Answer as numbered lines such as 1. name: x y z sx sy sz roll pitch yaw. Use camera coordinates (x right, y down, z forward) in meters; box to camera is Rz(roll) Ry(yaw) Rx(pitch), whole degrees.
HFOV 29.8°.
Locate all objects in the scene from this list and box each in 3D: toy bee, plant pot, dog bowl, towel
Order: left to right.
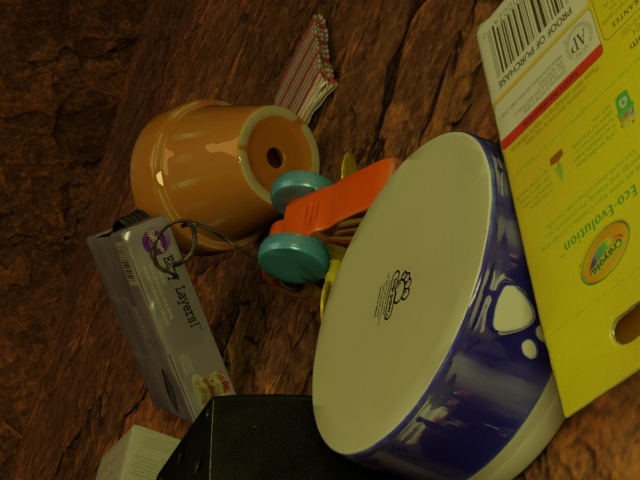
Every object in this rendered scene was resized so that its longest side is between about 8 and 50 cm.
1. plant pot: -0.108 -0.092 1.539 0.188 0.205 0.205 -12 56 50
2. plant pot: -0.046 0.239 1.014 0.187 0.167 0.188 -56 23 34
3. towel: -0.023 -0.212 1.674 0.144 0.029 0.197 -59 20 31
4. toy bee: 0.000 0.000 1.230 0.298 0.162 0.195 9 68 46
5. dog bowl: 0.099 0.055 0.917 0.265 0.104 0.265 -54 24 36

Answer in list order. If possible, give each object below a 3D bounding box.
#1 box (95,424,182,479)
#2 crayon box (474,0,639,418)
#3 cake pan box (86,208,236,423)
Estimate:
1. box: -0.236 0.344 1.531 0.130 0.091 0.170 -44 29 49
2. crayon box: 0.205 -0.067 0.746 0.202 0.081 0.318 -47 38 45
3. cake pan box: -0.208 0.094 1.533 0.246 0.070 0.267 -8 104 68
